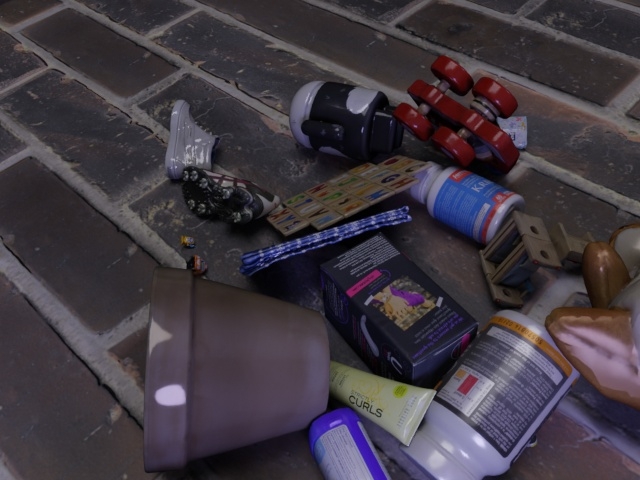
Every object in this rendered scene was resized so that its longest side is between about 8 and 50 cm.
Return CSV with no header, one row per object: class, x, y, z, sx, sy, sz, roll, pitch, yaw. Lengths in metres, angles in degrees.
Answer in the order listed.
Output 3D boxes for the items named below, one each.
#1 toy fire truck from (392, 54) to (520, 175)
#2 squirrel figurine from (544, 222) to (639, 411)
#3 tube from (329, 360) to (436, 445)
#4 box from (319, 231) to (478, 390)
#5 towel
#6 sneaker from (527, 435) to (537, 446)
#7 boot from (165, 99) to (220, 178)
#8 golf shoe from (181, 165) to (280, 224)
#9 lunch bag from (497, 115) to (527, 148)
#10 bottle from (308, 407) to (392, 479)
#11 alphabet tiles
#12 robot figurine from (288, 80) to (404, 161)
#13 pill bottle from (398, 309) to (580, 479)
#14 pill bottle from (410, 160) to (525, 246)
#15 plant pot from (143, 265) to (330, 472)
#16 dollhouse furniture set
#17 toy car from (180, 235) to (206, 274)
toy fire truck,0.324,-0.247,1.470,0.169,0.254,0.302,-51,52,5
squirrel figurine,0.571,0.143,1.056,0.281,0.397,0.370,-38,0,21
tube,0.082,0.252,1.086,0.062,0.070,0.240,-8,11,-35
box,0.133,0.141,1.179,0.143,0.165,0.270,-27,50,-19
towel,0.000,0.000,1.324,0.336,0.040,0.243,-17,3,-5
sneaker,0.323,0.300,1.092,0.031,0.035,0.083,-35,52,-23
boot,-0.315,-0.257,1.685,0.123,0.095,0.258,-1,55,-1
golf shoe,-0.216,-0.102,1.525,0.273,0.105,0.120,25,25,38
lunch bag,0.455,-0.255,1.583,0.071,0.053,0.083,3,57,13
bottle,0.072,0.391,0.988,0.092,0.118,0.283,-20,48,-13
alphabet tiles,0.054,-0.102,1.423,0.342,0.011,0.285,-26,19,-10
robot figurine,0.059,-0.283,1.591,0.278,0.209,0.173,16,77,21
pill bottle,0.258,0.257,1.030,0.162,0.162,0.278,35,76,34
pill bottle,0.301,-0.082,1.393,0.221,0.124,0.124,32,59,32
plant pot,-0.139,0.207,1.097,0.280,0.323,0.323,2,45,-13
dollhouse furniture set,0.429,0.051,1.277,0.183,0.129,0.129,14,44,-20
toy car,-0.269,0.026,1.428,0.040,0.060,0.122,8,47,-28
